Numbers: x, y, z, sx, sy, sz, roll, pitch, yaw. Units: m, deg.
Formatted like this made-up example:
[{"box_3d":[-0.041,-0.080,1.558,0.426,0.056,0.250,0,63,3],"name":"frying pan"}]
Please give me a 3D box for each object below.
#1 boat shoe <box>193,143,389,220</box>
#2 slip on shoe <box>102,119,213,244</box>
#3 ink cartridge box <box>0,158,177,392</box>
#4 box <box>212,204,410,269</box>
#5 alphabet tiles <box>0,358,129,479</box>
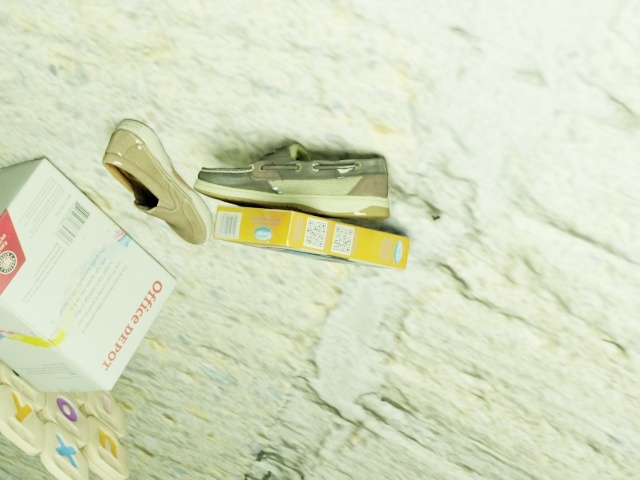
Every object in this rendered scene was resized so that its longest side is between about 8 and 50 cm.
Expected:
[{"box_3d":[-0.019,-0.044,1.022,0.152,0.049,0.056,8,177,23],"name":"boat shoe"},{"box_3d":[-0.130,-0.036,1.145,0.051,0.041,0.135,11,146,31],"name":"slip on shoe"},{"box_3d":[-0.246,0.036,1.278,0.127,0.128,0.176,-9,133,50],"name":"ink cartridge box"},{"box_3d":[0.000,0.000,1.032,0.136,0.028,0.081,15,173,-43],"name":"box"},{"box_3d":[-0.287,0.116,1.364,0.284,0.021,0.278,45,-168,-27],"name":"alphabet tiles"}]
